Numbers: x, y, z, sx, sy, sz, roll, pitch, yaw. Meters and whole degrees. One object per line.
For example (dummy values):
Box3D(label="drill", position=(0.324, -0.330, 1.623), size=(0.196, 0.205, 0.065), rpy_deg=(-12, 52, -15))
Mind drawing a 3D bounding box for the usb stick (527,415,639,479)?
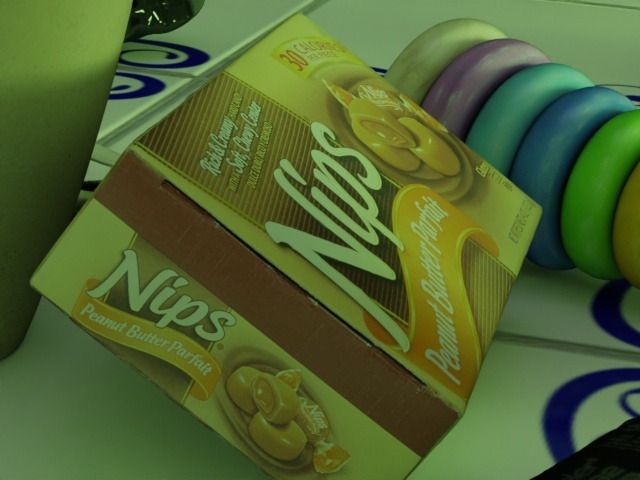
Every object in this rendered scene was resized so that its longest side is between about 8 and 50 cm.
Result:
Box3D(label="usb stick", position=(0.091, 0.128, 0.804), size=(0.077, 0.045, 0.278), rpy_deg=(8, 17, 35))

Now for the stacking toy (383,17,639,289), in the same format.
Box3D(label="stacking toy", position=(0.184, -0.021, 1.172), size=(0.330, 0.141, 0.141), rpy_deg=(27, 28, 38))

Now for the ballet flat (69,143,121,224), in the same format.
Box3D(label="ballet flat", position=(-0.178, -0.028, 1.178), size=(0.221, 0.079, 0.077), rpy_deg=(3, 19, 1))

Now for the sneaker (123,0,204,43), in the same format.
Box3D(label="sneaker", position=(-0.217, -0.187, 1.679), size=(0.106, 0.101, 0.267), rpy_deg=(-10, 5, 44))

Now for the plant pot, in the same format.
Box3D(label="plant pot", position=(-0.214, -0.078, 1.012), size=(0.256, 0.274, 0.256), rpy_deg=(4, 18, -1))

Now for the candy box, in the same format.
Box3D(label="candy box", position=(0.000, 0.000, 0.986), size=(0.183, 0.087, 0.316), rpy_deg=(38, 22, -1))
